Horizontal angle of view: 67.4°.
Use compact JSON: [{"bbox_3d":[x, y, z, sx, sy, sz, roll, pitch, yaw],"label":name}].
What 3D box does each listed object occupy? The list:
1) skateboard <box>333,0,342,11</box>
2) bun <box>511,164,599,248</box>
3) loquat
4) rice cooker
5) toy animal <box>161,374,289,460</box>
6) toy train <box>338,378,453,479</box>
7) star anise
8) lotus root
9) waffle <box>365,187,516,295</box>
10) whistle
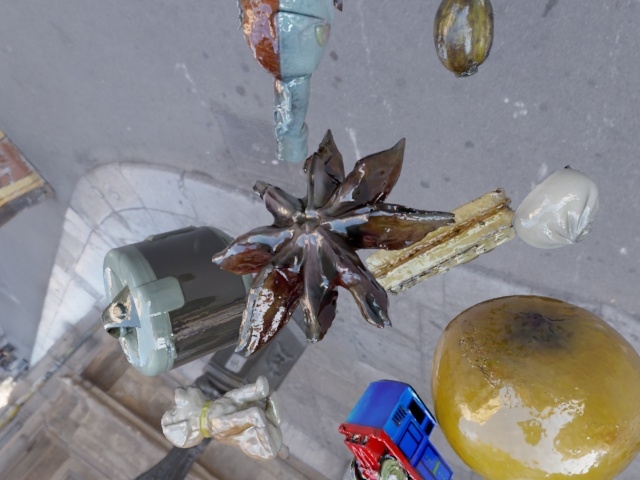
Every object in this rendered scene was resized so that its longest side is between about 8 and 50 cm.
[{"bbox_3d":[0.054,-0.625,1.137,0.080,0.067,0.151,7,107,-1],"label":"skateboard"},{"bbox_3d":[0.471,-0.051,0.938,0.120,0.173,0.173,51,157,28],"label":"bun"},{"bbox_3d":[0.272,0.193,0.627,0.263,0.263,0.263,26,148,18],"label":"loquat"},{"bbox_3d":[-0.356,0.138,1.157,0.335,0.325,0.335,28,126,46],"label":"rice cooker"},{"bbox_3d":[-0.154,0.314,0.780,0.185,0.104,0.183,-12,123,5],"label":"toy animal"},{"bbox_3d":[0.118,0.306,0.662,0.083,0.131,0.204,-16,115,49],"label":"toy train"},{"bbox_3d":[0.000,0.001,0.505,0.288,0.288,0.088,9,154,39],"label":"star anise"},{"bbox_3d":[0.288,-0.432,0.974,0.120,0.120,0.209,16,135,32],"label":"lotus root"},{"bbox_3d":[0.314,0.015,1.221,0.114,0.376,0.261,65,-166,13],"label":"waffle"},{"bbox_3d":[-0.051,-0.262,0.709,0.346,0.134,0.142,93,155,-52],"label":"whistle"}]
